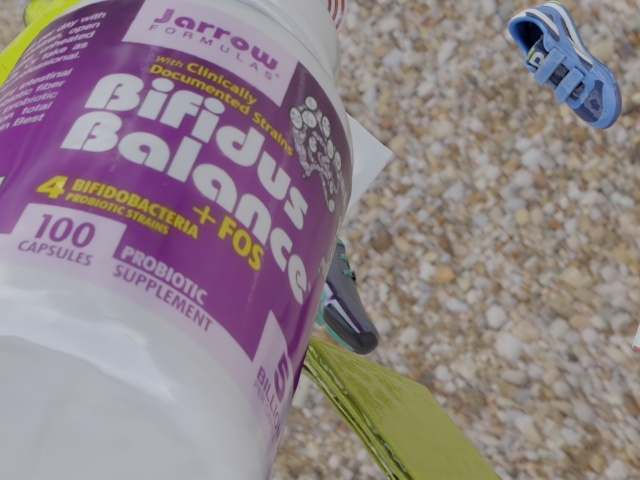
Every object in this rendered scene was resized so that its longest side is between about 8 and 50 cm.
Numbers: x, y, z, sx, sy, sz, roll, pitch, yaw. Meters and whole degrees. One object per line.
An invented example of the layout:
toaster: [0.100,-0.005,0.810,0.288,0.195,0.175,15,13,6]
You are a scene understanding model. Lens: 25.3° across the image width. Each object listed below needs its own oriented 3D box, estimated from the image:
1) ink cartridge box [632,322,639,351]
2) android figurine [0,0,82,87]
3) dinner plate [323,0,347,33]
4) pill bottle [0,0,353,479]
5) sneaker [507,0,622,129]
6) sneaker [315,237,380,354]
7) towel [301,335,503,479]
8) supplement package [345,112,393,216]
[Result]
ink cartridge box: [0.363,0.093,1.223,0.109,0.150,0.063,18,91,55]
android figurine: [-0.251,-0.149,1.292,0.248,0.056,0.273,-45,30,-1]
dinner plate: [-0.041,-0.241,1.500,0.141,0.141,0.017,-31,46,14]
pill bottle: [-0.077,-0.008,0.627,0.169,0.169,0.301,-15,35,24]
sneaker: [0.223,-0.159,1.318,0.144,0.059,0.053,58,137,25]
sneaker: [0.000,0.000,1.346,0.098,0.083,0.223,-38,82,-12]
towel: [0.071,0.128,0.659,0.021,0.102,0.237,-53,40,10]
supplement package: [-0.108,-0.037,0.925,0.177,0.175,0.293,-51,12,-9]
